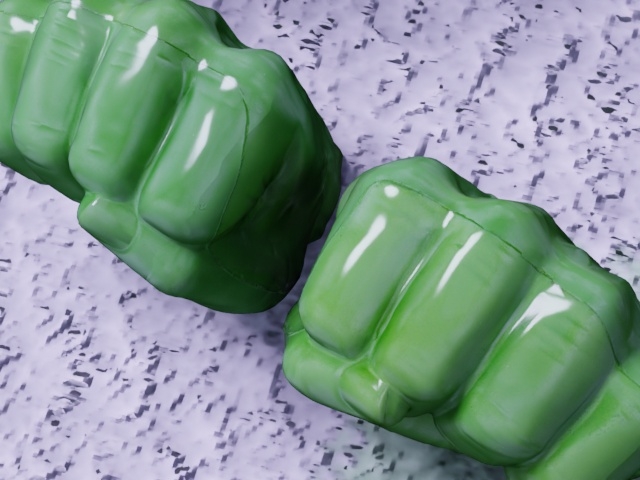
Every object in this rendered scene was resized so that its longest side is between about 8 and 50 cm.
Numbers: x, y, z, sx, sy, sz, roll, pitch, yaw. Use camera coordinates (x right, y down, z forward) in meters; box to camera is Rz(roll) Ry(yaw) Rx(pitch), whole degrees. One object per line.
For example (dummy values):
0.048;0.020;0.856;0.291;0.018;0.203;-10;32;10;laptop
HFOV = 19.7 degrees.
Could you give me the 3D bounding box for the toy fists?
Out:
0.000;0.000;0.636;0.279;0.142;0.096;34;84;16;toy fists
